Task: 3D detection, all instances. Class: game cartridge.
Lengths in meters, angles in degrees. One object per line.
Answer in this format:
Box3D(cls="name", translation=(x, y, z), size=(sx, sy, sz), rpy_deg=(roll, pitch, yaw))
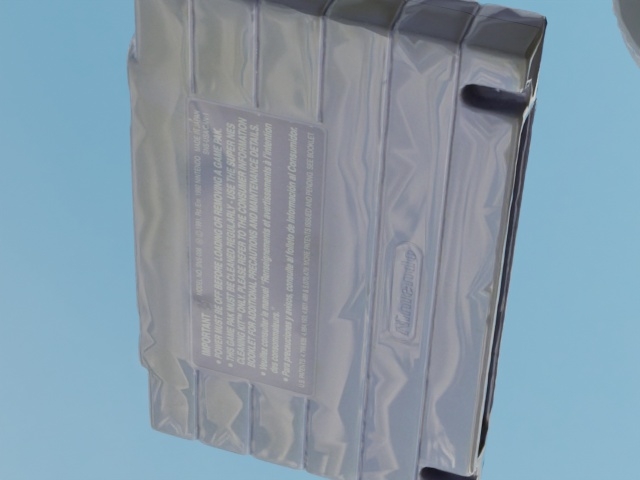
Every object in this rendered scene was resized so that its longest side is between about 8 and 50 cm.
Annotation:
Box3D(cls="game cartridge", translation=(0.000, 0.000, 1.053), size=(0.068, 0.230, 0.355), rpy_deg=(-56, -23, -45))

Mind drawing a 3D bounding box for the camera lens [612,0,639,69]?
Box3D(cls="camera lens", translation=(0.361, -0.175, 1.379), size=(0.274, 0.219, 0.219), rpy_deg=(18, -117, -59))
